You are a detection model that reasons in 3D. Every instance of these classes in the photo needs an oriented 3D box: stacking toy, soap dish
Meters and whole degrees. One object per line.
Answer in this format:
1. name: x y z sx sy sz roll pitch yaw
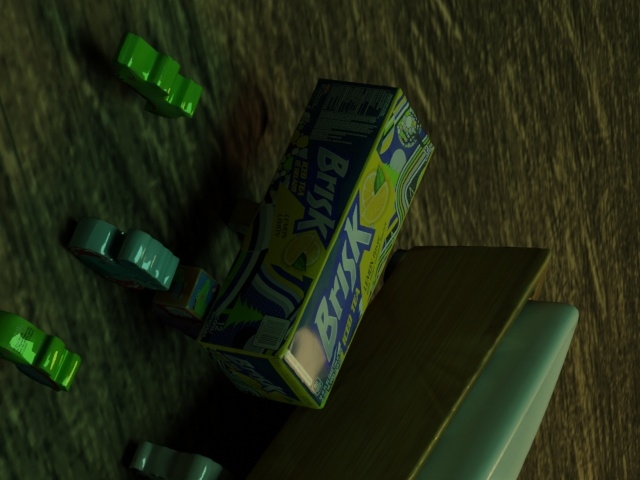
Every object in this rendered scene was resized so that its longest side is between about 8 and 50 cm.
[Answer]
1. stacking toy: -0.082 0.022 0.853 0.221 0.052 0.167 48 57 -53
2. soap dish: 0.031 0.158 0.970 0.291 0.118 0.229 -52 162 -38

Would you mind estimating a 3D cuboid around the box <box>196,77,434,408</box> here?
1. box: 0.000 0.000 0.880 0.169 0.054 0.059 -65 145 -24
